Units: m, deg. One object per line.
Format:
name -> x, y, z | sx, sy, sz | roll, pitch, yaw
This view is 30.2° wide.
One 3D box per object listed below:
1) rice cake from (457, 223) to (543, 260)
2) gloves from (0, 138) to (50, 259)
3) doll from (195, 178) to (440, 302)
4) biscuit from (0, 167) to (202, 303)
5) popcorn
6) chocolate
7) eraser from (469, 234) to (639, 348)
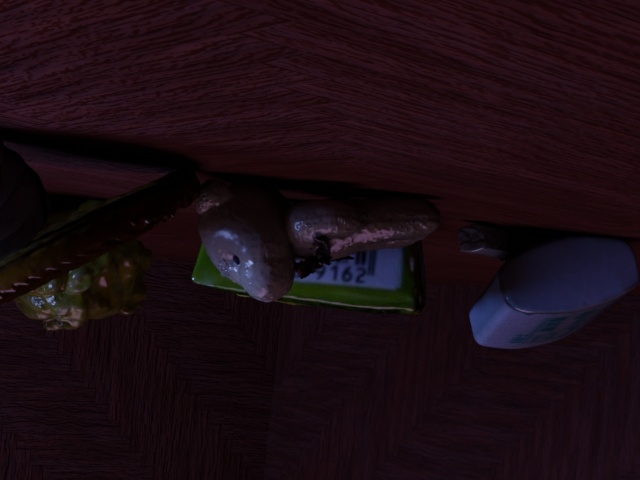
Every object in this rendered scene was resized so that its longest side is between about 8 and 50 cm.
rice cake -> 0.263, 0.009, 1.657 | 0.045, 0.042, 0.245 | -10, 167, 30
gloves -> -0.337, -0.048, 1.195 | 0.131, 0.140, 0.219 | -30, -179, -31
doll -> 0.000, 0.000, 1.369 | 0.278, 0.149, 0.175 | -6, 143, 1
biscuit -> -0.272, 0.003, 1.276 | 0.318, 0.040, 0.318 | -24, -171, 4
popcorn -> -0.409, 0.033, 1.929 | 0.242, 0.235, 0.250 | -35, 169, -11
chocolate -> 0.000, 0.024, 1.642 | 0.301, 0.137, 0.289 | 7, 176, 7
eraser -> 0.324, 0.078, 1.686 | 0.189, 0.104, 0.290 | -15, 166, -5
